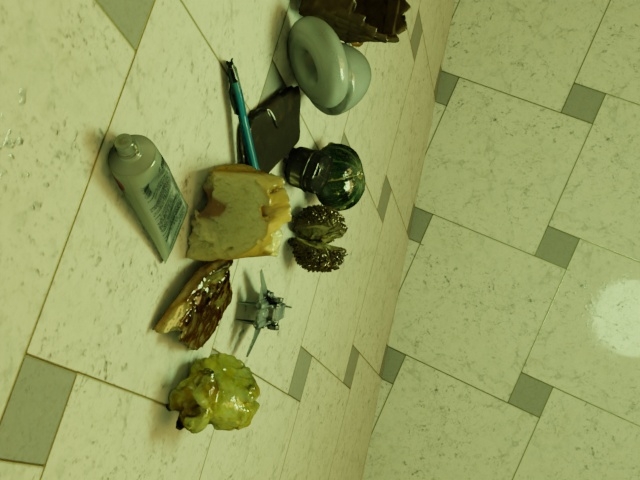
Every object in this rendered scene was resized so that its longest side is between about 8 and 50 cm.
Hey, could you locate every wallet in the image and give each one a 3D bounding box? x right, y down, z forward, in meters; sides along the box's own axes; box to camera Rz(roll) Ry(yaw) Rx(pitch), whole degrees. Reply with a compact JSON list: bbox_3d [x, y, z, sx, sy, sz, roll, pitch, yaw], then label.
[{"bbox_3d":[-0.110,-0.245,1.853,0.309,0.042,0.165,-53,150,-56],"label":"wallet"}]

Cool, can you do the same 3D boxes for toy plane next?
[{"bbox_3d":[-0.120,0.170,1.980,0.267,0.088,0.212,-3,103,-73],"label":"toy plane"}]

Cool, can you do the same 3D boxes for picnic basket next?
[{"bbox_3d":[0.135,-0.616,1.865,0.254,0.321,0.291,18,76,-52],"label":"picnic basket"}]

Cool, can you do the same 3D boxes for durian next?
[{"bbox_3d":[0.000,0.000,2.160,0.196,0.166,0.196,21,90,-89],"label":"durian"}]

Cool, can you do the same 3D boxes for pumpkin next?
[{"bbox_3d":[0.048,-0.175,2.222,0.190,0.146,0.190,10,90,-71],"label":"pumpkin"}]

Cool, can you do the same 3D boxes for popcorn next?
[{"bbox_3d":[-0.220,0.308,1.651,0.195,0.173,0.168,12,49,-49],"label":"popcorn"}]

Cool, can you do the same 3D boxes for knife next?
[{"bbox_3d":[-0.159,-0.238,1.658,0.026,0.044,0.297,-22,123,-19],"label":"knife"}]

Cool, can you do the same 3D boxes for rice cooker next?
[{"bbox_3d":[-0.029,-0.178,2.037,0.112,0.106,0.165,-69,160,0],"label":"rice cooker"}]

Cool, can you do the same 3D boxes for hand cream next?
[{"bbox_3d":[-0.287,-0.080,1.363,0.341,0.077,0.124,82,23,-65],"label":"hand cream"}]

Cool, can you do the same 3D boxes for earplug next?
[{"bbox_3d":[0.023,-0.413,1.911,0.214,0.175,0.325,61,8,11],"label":"earplug"}]

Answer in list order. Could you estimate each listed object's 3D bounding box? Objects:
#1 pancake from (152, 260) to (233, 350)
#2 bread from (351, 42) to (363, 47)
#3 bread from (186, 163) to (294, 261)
[{"bbox_3d":[-0.238,0.114,1.615,0.257,0.056,0.212,62,50,-75],"label":"pancake"},{"bbox_3d":[0.109,-0.640,2.324,0.052,0.044,0.157,-39,136,-61],"label":"bread"},{"bbox_3d":[-0.127,-0.057,1.614,0.224,0.211,0.184,-24,116,-64],"label":"bread"}]
